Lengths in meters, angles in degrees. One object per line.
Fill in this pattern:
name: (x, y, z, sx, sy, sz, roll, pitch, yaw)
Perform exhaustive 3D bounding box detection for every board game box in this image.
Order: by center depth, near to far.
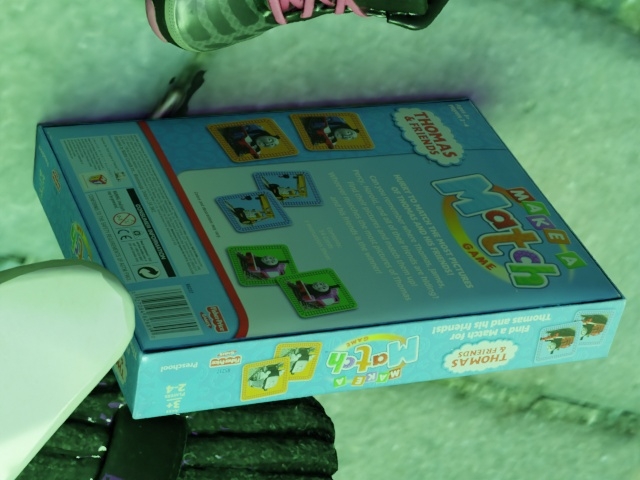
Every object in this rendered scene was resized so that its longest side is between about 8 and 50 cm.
board game box: (0.000, 0.000, 0.806, 0.211, 0.160, 0.039, -6, 128, -21)

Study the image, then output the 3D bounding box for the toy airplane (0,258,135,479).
toy airplane: (-0.252, -0.025, 0.590, 0.386, 0.272, 0.384, -11, 116, -26)

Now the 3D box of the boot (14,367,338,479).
boot: (-0.166, 0.192, 0.894, 0.260, 0.131, 0.348, 20, 114, -36)

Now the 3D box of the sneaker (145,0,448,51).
sneaker: (0.011, -0.117, 0.779, 0.170, 0.075, 0.063, -22, 132, -9)
